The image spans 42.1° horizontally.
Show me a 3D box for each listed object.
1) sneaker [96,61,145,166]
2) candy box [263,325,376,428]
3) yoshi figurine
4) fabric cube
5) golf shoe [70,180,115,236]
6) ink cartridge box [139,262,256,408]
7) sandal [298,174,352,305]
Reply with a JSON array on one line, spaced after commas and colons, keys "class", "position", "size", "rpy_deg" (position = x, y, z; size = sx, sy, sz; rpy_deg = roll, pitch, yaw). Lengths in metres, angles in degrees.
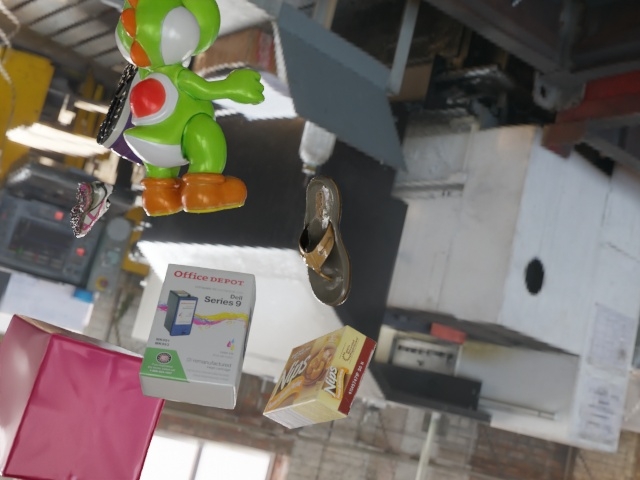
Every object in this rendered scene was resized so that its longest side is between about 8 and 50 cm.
[{"class": "sneaker", "position": [-0.314, -0.265, 1.559], "size": [0.124, 0.284, 0.107], "rpy_deg": [31, 151, -28]}, {"class": "candy box", "position": [-0.007, 0.317, 1.888], "size": [0.087, 0.183, 0.316], "rpy_deg": [32, 153, -12]}, {"class": "yoshi figurine", "position": [-0.193, -0.227, 1.206], "size": [0.203, 0.363, 0.203], "rpy_deg": [-10, -168, -11]}, {"class": "fabric cube", "position": [-0.462, 0.304, 1.542], "size": [0.259, 0.254, 0.258], "rpy_deg": [25, 168, -34]}, {"class": "golf shoe", "position": [-0.534, -0.068, 1.946], "size": [0.085, 0.068, 0.186], "rpy_deg": [-7, 151, -33]}, {"class": "ink cartridge box", "position": [-0.198, 0.154, 1.376], "size": [0.154, 0.213, 0.093], "rpy_deg": [9, 144, 1]}, {"class": "sandal", "position": [0.000, 0.000, 1.383], "size": [0.089, 0.220, 0.060], "rpy_deg": [-2, 180, 40]}]
